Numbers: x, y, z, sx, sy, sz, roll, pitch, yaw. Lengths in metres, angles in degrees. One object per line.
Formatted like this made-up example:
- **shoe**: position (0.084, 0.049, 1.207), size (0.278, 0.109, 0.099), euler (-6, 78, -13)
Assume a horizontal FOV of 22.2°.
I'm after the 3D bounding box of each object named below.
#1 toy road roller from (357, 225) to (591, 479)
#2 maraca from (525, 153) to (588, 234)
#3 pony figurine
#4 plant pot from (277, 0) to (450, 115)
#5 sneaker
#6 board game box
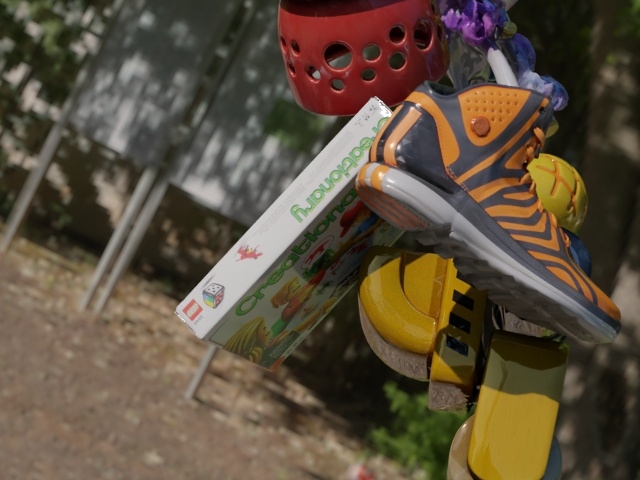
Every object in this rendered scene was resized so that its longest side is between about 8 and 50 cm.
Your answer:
- **toy road roller**: position (0.148, 0.130, 1.740), size (0.241, 0.329, 0.202), euler (9, -17, 6)
- **maraca**: position (0.284, -0.060, 2.111), size (0.186, 0.099, 0.127), euler (11, 47, -56)
- **pony figurine**: position (0.236, -0.314, 2.421), size (0.303, 0.363, 0.351), euler (-12, -20, -23)
- **plant pot**: position (0.040, -0.257, 1.849), size (0.191, 0.191, 0.174), euler (29, -36, 48)
- **sneaker**: position (0.199, -0.041, 1.575), size (0.321, 0.180, 0.125), euler (37, -16, -24)
- **board game box**: position (0.000, 0.000, 1.738), size (0.053, 0.305, 0.193), euler (45, 5, 26)
